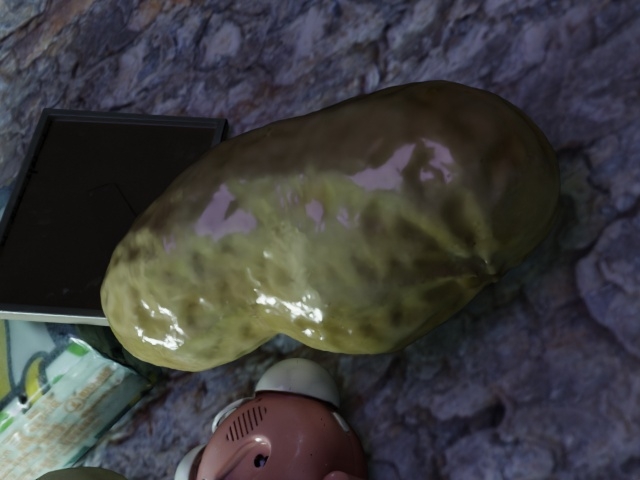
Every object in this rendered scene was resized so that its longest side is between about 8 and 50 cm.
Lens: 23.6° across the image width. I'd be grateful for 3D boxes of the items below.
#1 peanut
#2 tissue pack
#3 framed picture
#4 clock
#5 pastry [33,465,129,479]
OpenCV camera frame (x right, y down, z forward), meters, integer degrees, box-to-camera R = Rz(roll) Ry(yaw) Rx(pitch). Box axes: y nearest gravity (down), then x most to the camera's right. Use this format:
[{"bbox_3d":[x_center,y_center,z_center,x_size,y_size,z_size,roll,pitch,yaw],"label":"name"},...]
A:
[{"bbox_3d":[0.000,0.000,1.168,0.387,0.169,0.192,-16,80,25],"label":"peanut"},{"bbox_3d":[-0.313,0.132,1.427,0.311,0.128,0.228,-44,47,16],"label":"tissue pack"},{"bbox_3d":[-0.192,-0.025,1.364,0.184,0.016,0.250,3,49,8],"label":"framed picture"},{"bbox_3d":[-0.039,0.184,1.187,0.166,0.093,0.162,-47,43,14],"label":"clock"},{"bbox_3d":[-0.212,0.265,1.301,0.156,0.092,0.156,-15,60,28],"label":"pastry"}]
